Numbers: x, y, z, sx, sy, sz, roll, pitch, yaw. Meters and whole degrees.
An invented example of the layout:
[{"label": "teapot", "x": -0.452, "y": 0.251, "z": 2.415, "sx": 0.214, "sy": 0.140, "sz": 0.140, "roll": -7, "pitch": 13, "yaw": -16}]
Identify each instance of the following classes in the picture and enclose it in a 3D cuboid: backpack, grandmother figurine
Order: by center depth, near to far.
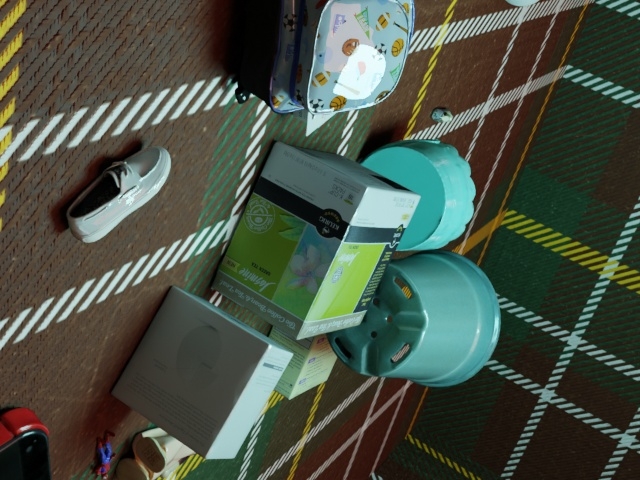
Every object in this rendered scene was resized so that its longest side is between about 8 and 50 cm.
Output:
[{"label": "backpack", "x": 0.024, "y": -0.326, "z": 1.384, "sx": 0.263, "sy": 0.213, "sz": 0.276, "roll": -19, "pitch": 137, "yaw": -37}, {"label": "grandmother figurine", "x": -0.273, "y": 0.411, "z": 1.865, "sx": 0.208, "sy": 0.104, "sz": 0.342, "roll": -39, "pitch": 170, "yaw": 20}]

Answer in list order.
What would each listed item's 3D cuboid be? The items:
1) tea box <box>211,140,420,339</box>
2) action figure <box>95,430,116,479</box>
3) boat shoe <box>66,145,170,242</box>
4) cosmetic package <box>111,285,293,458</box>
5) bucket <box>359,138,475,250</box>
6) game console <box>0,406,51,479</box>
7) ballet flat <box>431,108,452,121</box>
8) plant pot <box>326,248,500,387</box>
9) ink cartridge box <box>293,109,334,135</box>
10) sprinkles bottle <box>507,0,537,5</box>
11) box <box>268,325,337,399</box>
[{"label": "tea box", "x": 0.000, "y": 0.000, "z": 1.785, "sx": 0.323, "sy": 0.220, "sz": 0.329, "roll": -66, "pitch": 159, "yaw": 9}, {"label": "action figure", "x": -0.400, "y": 0.405, "z": 1.650, "sx": 0.038, "sy": 0.030, "sz": 0.115, "roll": -44, "pitch": 155, "yaw": -49}, {"label": "boat shoe", "x": -0.287, "y": -0.079, "z": 1.257, "sx": 0.184, "sy": 0.066, "sz": 0.063, "roll": -42, "pitch": 154, "yaw": -20}, {"label": "cosmetic package", "x": -0.210, "y": 0.239, "z": 1.596, "sx": 0.224, "sy": 0.224, "sz": 0.138, "roll": -59, "pitch": 159, "yaw": -4}, {"label": "bucket", "x": 0.211, "y": -0.104, "z": 2.085, "sx": 0.183, "sy": 0.281, "sz": 0.281, "roll": -11, "pitch": 127, "yaw": -62}, {"label": "game console", "x": -0.553, "y": 0.458, "z": 1.343, "sx": 0.342, "sy": 0.060, "sz": 0.386, "roll": -34, "pitch": 146, "yaw": -41}, {"label": "ballet flat", "x": 0.332, "y": -0.332, "z": 2.381, "sx": 0.114, "sy": 0.041, "sz": 0.041, "roll": -15, "pitch": 130, "yaw": -63}, {"label": "plant pot", "x": 0.197, "y": 0.178, "z": 2.052, "sx": 0.334, "sy": 0.341, "sz": 0.341, "roll": 9, "pitch": 109, "yaw": -58}, {"label": "ink cartridge box", "x": 0.005, "y": -0.285, "z": 1.655, "sx": 0.181, "sy": 0.061, "sz": 0.104, "roll": -44, "pitch": 153, "yaw": -39}, {"label": "sprinkles bottle", "x": 0.490, "y": -0.717, "z": 2.143, "sx": 0.121, "sy": 0.121, "sz": 0.355, "roll": -57, "pitch": 158, "yaw": -11}, {"label": "box", "x": -0.030, "y": 0.235, "z": 2.159, "sx": 0.213, "sy": 0.117, "sz": 0.243, "roll": -11, "pitch": 128, "yaw": -64}]
